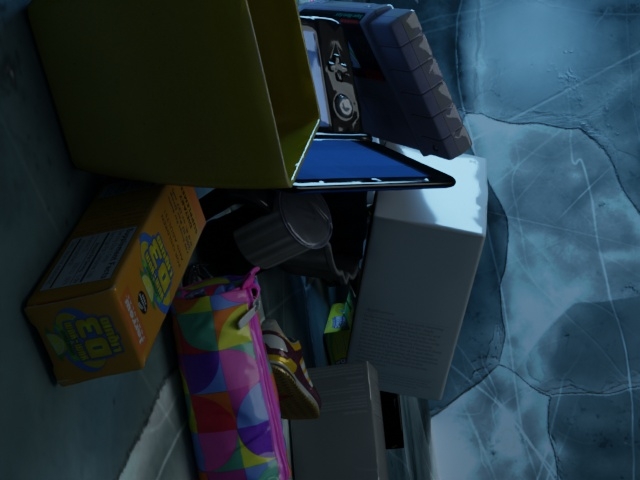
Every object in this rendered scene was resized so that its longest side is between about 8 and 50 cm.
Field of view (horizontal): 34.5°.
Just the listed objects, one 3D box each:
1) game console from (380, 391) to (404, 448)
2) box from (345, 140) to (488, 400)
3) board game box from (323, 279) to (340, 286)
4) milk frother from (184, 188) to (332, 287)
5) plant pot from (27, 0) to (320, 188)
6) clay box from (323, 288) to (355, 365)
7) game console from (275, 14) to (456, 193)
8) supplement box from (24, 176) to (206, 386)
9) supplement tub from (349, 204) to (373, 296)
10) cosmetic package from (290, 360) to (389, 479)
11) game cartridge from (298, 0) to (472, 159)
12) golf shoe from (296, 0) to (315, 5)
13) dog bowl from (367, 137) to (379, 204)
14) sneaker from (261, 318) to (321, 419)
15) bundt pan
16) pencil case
[{"bbox_3d":[0.128,0.304,2.044,0.361,0.044,0.213,89,-4,-80],"label":"game console"},{"bbox_3d":[0.148,0.051,1.640,0.215,0.168,0.345,-77,177,-53],"label":"box"},{"bbox_3d":[0.000,0.000,1.824,0.186,0.026,0.126,52,31,-69],"label":"board game box"},{"bbox_3d":[-0.075,0.015,1.127,0.129,0.134,0.143,16,58,-44],"label":"milk frother"},{"bbox_3d":[-0.122,-0.160,0.883,0.212,0.187,0.212,-72,151,-67],"label":"plant pot"},{"bbox_3d":[0.052,0.209,1.857,0.127,0.053,0.222,-70,148,-69],"label":"clay box"},{"bbox_3d":[-0.010,-0.164,1.176,0.293,0.173,0.250,-5,84,-45],"label":"game console"},{"bbox_3d":[-0.159,0.017,0.843,0.233,0.080,0.078,-76,153,-59],"label":"supplement box"},{"bbox_3d":[0.148,0.038,1.991,0.338,0.207,0.207,-110,-171,-77],"label":"supplement tub"},{"bbox_3d":[0.028,0.300,1.471,0.107,0.127,0.238,50,35,-71],"label":"cosmetic package"},{"bbox_3d":[0.074,-0.250,1.554,0.230,0.068,0.355,57,-14,-25],"label":"game cartridge"},{"bbox_3d":[-0.036,-0.445,1.931,0.086,0.067,0.186,17,66,-43],"label":"golf shoe"},{"bbox_3d":[0.049,-0.197,2.028,0.265,0.104,0.265,-8,90,-80],"label":"dog bowl"},{"bbox_3d":[-0.040,0.174,1.362,0.185,0.069,0.084,67,23,-55],"label":"sneaker"},{"bbox_3d":[-0.024,-0.101,1.464,0.331,0.124,0.331,-2,90,-77],"label":"bundt pan"},{"bbox_3d":[-0.091,0.148,1.044,0.104,0.104,0.236,-45,127,-77],"label":"pencil case"}]
